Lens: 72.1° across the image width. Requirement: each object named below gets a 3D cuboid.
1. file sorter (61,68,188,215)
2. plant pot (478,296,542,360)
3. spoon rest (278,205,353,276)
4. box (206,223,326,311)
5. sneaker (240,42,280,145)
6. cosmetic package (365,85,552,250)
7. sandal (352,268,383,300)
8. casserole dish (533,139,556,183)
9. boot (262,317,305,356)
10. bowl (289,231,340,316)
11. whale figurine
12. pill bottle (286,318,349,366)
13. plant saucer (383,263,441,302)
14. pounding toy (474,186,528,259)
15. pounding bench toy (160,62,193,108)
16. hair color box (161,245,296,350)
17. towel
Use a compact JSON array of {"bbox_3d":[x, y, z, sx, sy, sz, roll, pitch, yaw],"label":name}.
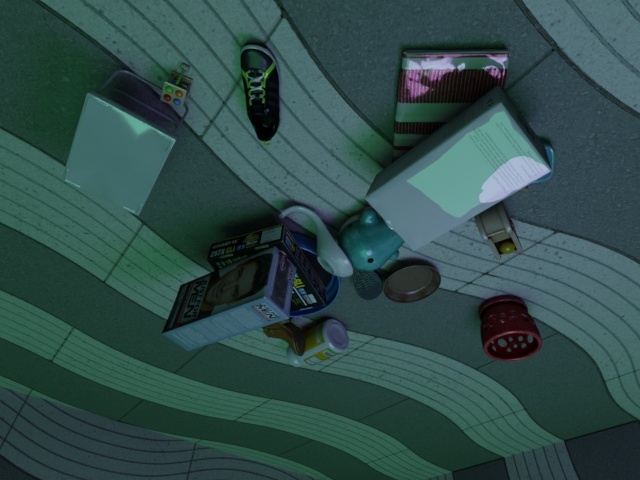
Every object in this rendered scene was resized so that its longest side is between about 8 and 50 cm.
[{"bbox_3d":[-0.469,-0.241,1.077,0.193,0.173,0.277,27,131,-21],"label":"file sorter"},{"bbox_3d":[0.659,0.304,1.554,0.191,0.174,0.191,2,137,2],"label":"plant pot"},{"bbox_3d":[0.000,0.000,1.302,0.276,0.084,0.137,47,161,-4],"label":"spoon rest"},{"bbox_3d":[-0.159,0.109,1.376,0.258,0.079,0.321,-16,132,17],"label":"box"},{"bbox_3d":[-0.132,-0.329,1.016,0.084,0.097,0.234,-3,135,7],"label":"sneaker"},{"bbox_3d":[0.311,-0.158,1.037,0.366,0.155,0.197,-33,107,34],"label":"cosmetic package"},{"bbox_3d":[0.139,0.099,1.479,0.097,0.054,0.254,-21,121,14],"label":"sandal"},{"bbox_3d":[0.510,-0.191,1.111,0.189,0.037,0.114,-7,108,-2],"label":"casserole dish"},{"bbox_3d":[-0.148,0.364,1.705,0.153,0.073,0.196,-22,87,33],"label":"boot"},{"bbox_3d":[-0.126,0.119,1.493,0.392,0.077,0.390,2,136,2],"label":"bowl"},{"bbox_3d":[0.185,-0.005,1.294,0.272,0.141,0.216,-22,127,16],"label":"whale figurine"},{"bbox_3d":[-0.019,0.416,1.748,0.136,0.136,0.246,36,128,-28],"label":"pill bottle"},{"bbox_3d":[0.307,0.140,1.496,0.199,0.036,0.198,-4,136,-4],"label":"plant saucer"},{"bbox_3d":[0.513,-0.058,1.206,0.155,0.154,0.269,-22,131,25],"label":"pounding toy"},{"bbox_3d":[-0.331,-0.361,1.020,0.052,0.065,0.083,20,133,-16],"label":"pounding bench toy"},{"bbox_3d":[-0.260,0.172,1.262,0.375,0.185,0.113,-21,129,24],"label":"hair color box"},{"bbox_3d":[0.299,-0.296,1.063,0.238,0.037,0.328,1,135,4],"label":"towel"}]
